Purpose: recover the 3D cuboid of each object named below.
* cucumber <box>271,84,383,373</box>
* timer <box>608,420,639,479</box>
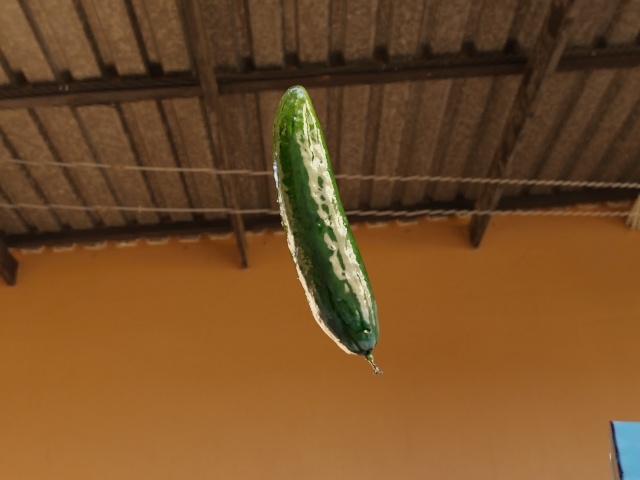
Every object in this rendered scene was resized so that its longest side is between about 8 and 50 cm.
[{"bbox_3d":[0.000,0.000,0.417,0.039,0.168,0.039,-16,13,4],"label":"cucumber"},{"bbox_3d":[0.204,0.244,0.392,0.091,0.250,0.232,-1,13,16],"label":"timer"}]
